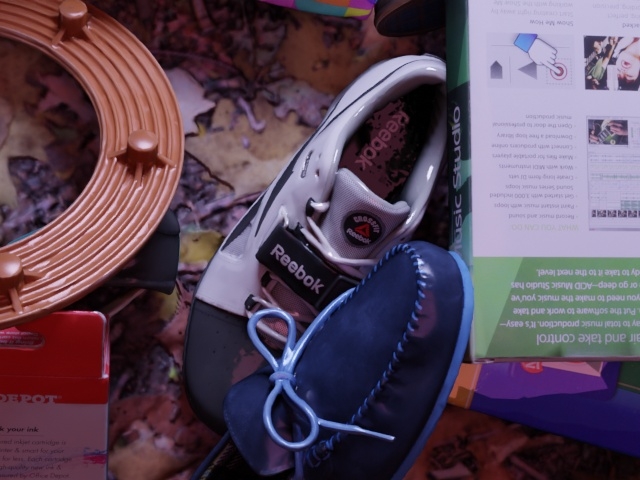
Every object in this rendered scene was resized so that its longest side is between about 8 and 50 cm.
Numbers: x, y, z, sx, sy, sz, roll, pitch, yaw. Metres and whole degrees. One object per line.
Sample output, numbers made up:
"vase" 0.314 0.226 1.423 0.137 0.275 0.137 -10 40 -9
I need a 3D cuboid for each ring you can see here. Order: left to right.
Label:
"ring" -0.261 -0.078 0.954 0.336 0.032 0.337 5 51 -6

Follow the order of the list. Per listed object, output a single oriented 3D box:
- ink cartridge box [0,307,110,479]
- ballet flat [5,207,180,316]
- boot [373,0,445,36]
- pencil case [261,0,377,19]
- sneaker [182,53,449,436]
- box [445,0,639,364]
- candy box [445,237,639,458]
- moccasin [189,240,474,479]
"ink cartridge box" -0.216 0.126 0.974 0.134 0.078 0.231 3 120 -8
"ballet flat" -0.235 0.041 1.022 0.280 0.095 0.096 -15 104 -7
"boot" 0.120 -0.249 1.094 0.219 0.082 0.106 -29 71 -3
"pencil case" -0.059 -0.233 1.046 0.236 0.104 0.105 7 88 -6
"sneaker" 0.000 0.000 1.027 0.122 0.146 0.331 29 87 -7
"box" 0.206 -0.074 0.978 0.232 0.058 0.322 1 84 -10
"candy box" 0.260 0.033 1.069 0.317 0.122 0.268 16 86 -6
"moccasin" -0.017 0.142 0.964 0.116 0.138 0.342 21 112 -23
